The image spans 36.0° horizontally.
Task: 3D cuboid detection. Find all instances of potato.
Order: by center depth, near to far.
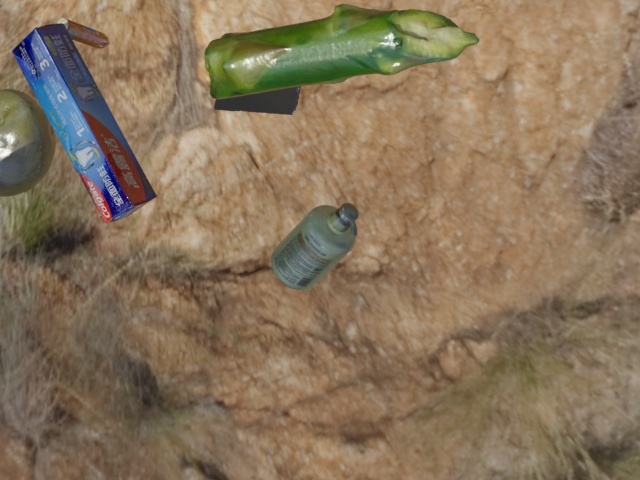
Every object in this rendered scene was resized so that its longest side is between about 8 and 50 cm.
[{"bbox_3d":[-0.577,-0.175,1.806,0.160,0.235,0.178,23,59,-40],"label":"potato"}]

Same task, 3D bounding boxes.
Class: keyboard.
[{"bbox_3d":[-0.095,-0.229,1.497,0.015,0.196,0.074,4,95,-43],"label":"keyboard"}]

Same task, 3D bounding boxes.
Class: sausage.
[{"bbox_3d":[-0.392,-0.343,1.647,0.107,0.031,0.031,12,109,-55],"label":"sausage"}]

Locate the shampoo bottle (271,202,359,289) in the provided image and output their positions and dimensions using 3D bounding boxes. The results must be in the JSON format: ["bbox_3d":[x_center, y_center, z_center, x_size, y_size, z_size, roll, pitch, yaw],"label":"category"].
[{"bbox_3d":[0.000,0.000,1.360,0.079,0.079,0.162,26,136,-19],"label":"shampoo bottle"}]

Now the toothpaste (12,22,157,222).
[{"bbox_3d":[-0.377,-0.187,1.576,0.076,0.066,0.320,-28,91,37],"label":"toothpaste"}]

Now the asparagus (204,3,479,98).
[{"bbox_3d":[0.000,-0.203,1.067,0.085,0.343,0.082,44,53,-48],"label":"asparagus"}]
